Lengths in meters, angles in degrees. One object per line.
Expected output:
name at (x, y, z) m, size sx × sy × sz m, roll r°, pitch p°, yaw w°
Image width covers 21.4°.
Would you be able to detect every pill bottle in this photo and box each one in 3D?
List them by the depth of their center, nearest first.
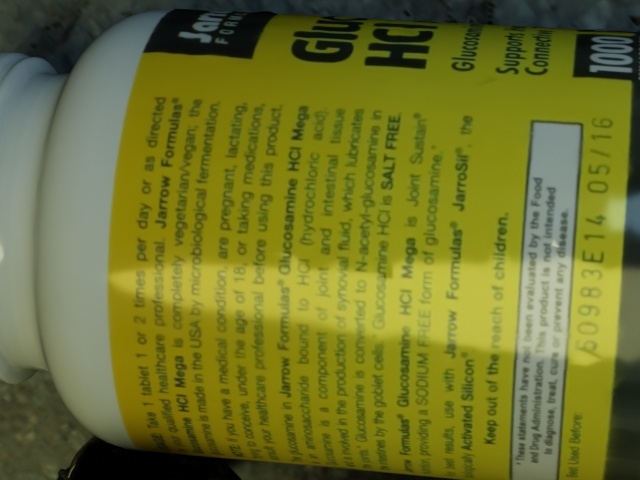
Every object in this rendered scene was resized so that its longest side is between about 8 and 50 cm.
pill bottle at (0.000, 0.000, 0.704) m, size 0.334 × 0.188 × 0.187 m, roll 4°, pitch 114°, yaw 8°

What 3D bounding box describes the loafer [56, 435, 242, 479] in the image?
loafer at (-0.073, 0.117, 0.739) m, size 0.096 × 0.267 × 0.084 m, roll -17°, pitch 100°, yaw -5°
